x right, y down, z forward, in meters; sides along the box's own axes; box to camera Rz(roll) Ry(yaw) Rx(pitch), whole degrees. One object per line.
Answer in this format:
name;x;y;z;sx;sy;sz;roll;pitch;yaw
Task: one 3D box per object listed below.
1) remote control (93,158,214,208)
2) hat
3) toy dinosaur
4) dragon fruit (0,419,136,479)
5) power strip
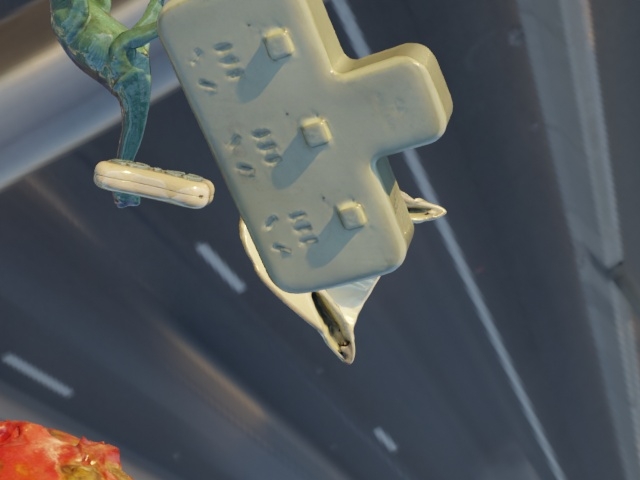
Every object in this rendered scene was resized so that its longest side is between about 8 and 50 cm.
remote control;-0.173;-0.060;1.272;0.074;0.122;0.032;-72;175;-83
hat;0.006;0.004;1.724;0.301;0.168;0.257;33;88;-32
toy dinosaur;-0.379;-0.278;1.936;0.331;0.383;0.129;-60;167;17
dragon fruit;-0.292;0.204;0.903;0.262;0.211;0.134;-47;142;7
power strip;0.005;-0.093;0.950;0.194;0.265;0.059;-15;-159;24
